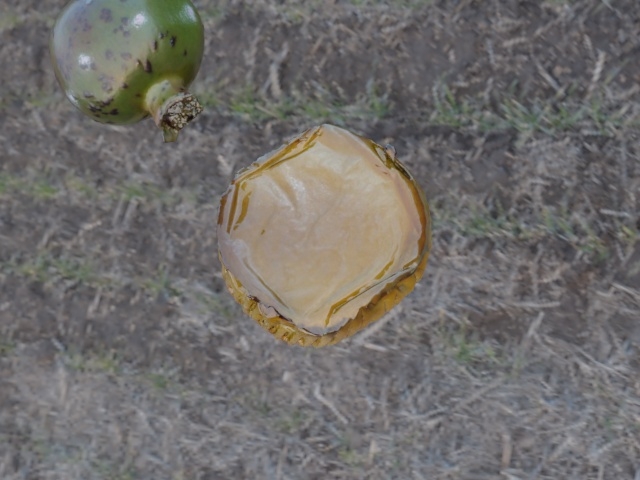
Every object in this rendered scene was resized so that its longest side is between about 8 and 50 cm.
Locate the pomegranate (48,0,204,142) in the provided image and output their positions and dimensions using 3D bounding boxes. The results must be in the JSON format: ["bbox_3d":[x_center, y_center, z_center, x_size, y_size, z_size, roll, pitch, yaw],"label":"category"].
[{"bbox_3d":[-0.151,-0.147,0.865,0.130,0.130,0.130,-13,69,35],"label":"pomegranate"}]

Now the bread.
[{"bbox_3d":[0.000,0.001,1.010,0.199,0.104,0.199,2,73,-7],"label":"bread"}]
